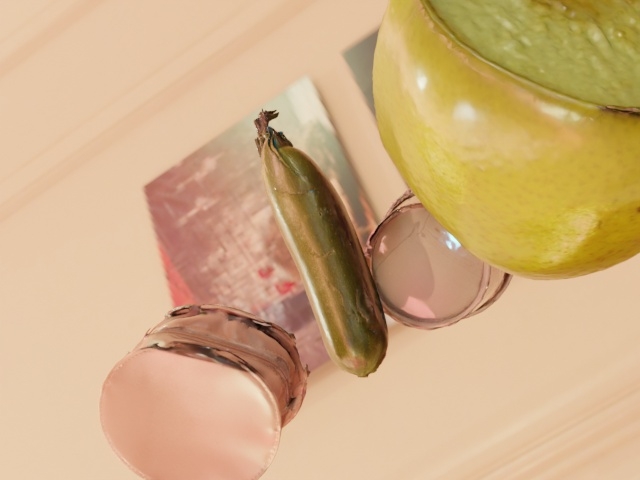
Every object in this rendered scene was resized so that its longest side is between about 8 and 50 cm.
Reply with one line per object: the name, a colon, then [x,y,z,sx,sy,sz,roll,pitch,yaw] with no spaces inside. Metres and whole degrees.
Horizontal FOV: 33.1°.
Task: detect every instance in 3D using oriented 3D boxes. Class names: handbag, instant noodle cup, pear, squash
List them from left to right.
handbag: [-0.123,0.168,1.157,0.205,0.179,0.116,14,-164,2]
squash: [-0.001,0.001,1.249,0.331,0.087,0.087,66,-166,6]
instant noodle cup: [0.163,0.023,1.509,0.217,0.217,0.207,58,-165,2]
pear: [0.213,-0.081,0.936,0.318,0.342,0.238,109,142,-52]
